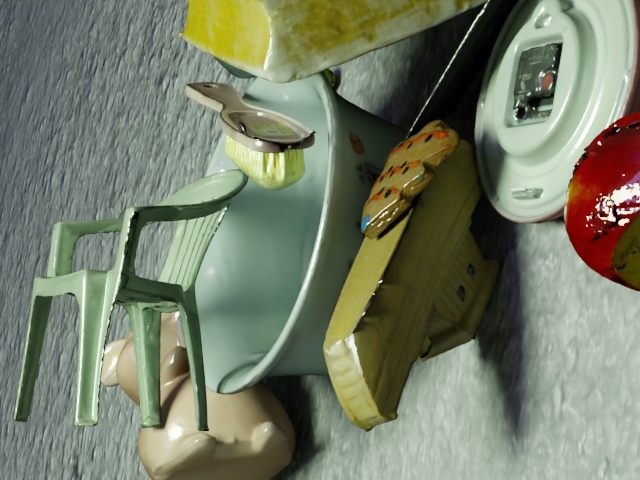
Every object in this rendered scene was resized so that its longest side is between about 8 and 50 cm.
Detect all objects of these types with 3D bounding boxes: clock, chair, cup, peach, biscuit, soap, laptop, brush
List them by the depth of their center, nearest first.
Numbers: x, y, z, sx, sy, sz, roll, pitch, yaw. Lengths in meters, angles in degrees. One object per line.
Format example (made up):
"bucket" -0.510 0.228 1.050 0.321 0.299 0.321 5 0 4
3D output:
"peach" 0.248 -0.039 1.216 0.172 0.092 0.127 139 142 -55
"clock" 0.205 -0.132 1.407 0.244 0.056 0.244 -44 38 50
"biscuit" 0.074 -0.057 1.453 0.130 0.019 0.119 -57 17 -21
"laptop" 0.144 -0.173 1.523 0.135 0.016 0.197 -42 -16 -55
"brush" -0.081 -0.108 1.615 0.313 0.072 0.067 -140 53 -65
"chair" -0.182 0.054 1.627 0.203 0.190 0.274 -4 80 59
"soap" 0.007 -0.289 1.630 0.335 0.293 0.156 33 143 66
"cup" 0.000 0.000 1.650 0.347 0.163 0.347 -41 41 51

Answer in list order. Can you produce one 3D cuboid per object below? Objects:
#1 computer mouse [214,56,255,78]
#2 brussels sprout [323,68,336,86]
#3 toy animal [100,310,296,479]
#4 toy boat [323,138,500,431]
"computer mouse" -0.068 -0.319 2.041 0.371 0.122 0.188 -12 66 60
"brussels sprout" -0.009 -0.164 1.899 0.051 0.046 0.083 0 74 23
"toy animal" -0.140 0.169 1.807 0.213 0.195 0.256 101 158 -52
"toy boat" 0.090 0.040 1.445 0.089 0.121 0.321 -27 28 42
